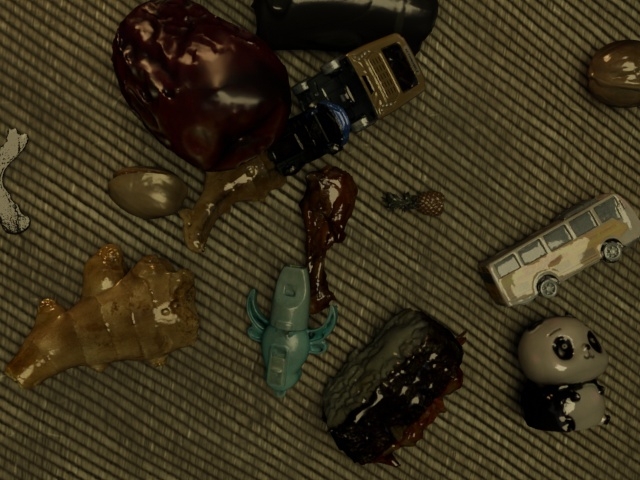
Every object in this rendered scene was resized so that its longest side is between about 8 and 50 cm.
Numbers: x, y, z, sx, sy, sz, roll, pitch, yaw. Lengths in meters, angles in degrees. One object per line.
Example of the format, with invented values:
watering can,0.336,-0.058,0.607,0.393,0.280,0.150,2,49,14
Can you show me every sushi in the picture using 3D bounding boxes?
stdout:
sushi,0.153,0.284,1.610,0.343,0.196,0.182,-45,118,1

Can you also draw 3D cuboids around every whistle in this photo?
whistle,-0.066,0.181,1.582,0.186,0.093,0.274,11,102,14

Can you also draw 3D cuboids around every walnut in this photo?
walnut,0.638,-0.347,1.668,0.162,0.140,0.140,-8,95,-20

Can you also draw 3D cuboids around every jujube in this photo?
jujube,-0.215,-0.281,1.431,0.258,0.376,0.258,-29,140,-28

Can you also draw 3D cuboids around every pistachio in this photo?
pistachio,-0.328,-0.094,1.525,0.149,0.113,0.113,10,92,-12

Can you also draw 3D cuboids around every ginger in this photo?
ginger,-0.162,-0.117,1.553,0.148,0.081,0.334,47,71,-24
ginger,-0.415,0.140,1.500,0.375,0.166,0.236,-12,105,-15

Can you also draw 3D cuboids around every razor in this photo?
razor,0.043,-0.423,1.520,0.349,0.204,0.113,1,79,-11

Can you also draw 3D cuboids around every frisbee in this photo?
frisbee,-0.614,-0.127,1.521,0.211,0.012,0.187,36,86,-10

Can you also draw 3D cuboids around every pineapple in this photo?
pineapple,0.190,-0.080,1.645,0.124,0.058,0.058,6,93,-10

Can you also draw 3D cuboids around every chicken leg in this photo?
chicken leg,0.000,0.000,1.608,0.113,0.093,0.304,11,100,7

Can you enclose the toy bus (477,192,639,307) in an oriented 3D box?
toy bus,0.506,0.024,1.691,0.342,0.097,0.138,-29,91,-6

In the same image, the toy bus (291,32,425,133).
toy bus,0.066,-0.280,1.498,0.157,0.289,0.139,-31,97,-19

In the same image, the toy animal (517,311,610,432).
toy animal,0.500,0.273,1.666,0.187,0.165,0.235,-2,95,-32

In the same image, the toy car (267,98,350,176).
toy car,-0.022,-0.192,1.473,0.063,0.216,0.103,-35,99,-45
